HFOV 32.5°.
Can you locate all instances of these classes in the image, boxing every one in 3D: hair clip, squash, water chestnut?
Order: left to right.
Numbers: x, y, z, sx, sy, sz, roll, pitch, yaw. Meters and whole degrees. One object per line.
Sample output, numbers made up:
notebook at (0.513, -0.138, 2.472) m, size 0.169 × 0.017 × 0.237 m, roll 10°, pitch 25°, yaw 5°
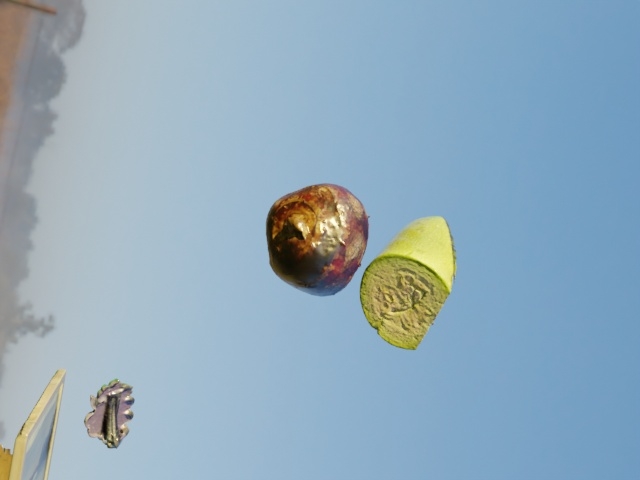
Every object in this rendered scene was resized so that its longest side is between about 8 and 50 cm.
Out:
hair clip at (-0.464, 0.391, 2.441) m, size 0.052 × 0.124 × 0.195 m, roll 33°, pitch -50°, yaw 35°
water chestnut at (0.000, 0.000, 2.179) m, size 0.224 × 0.238 × 0.223 m, roll -15°, pitch -111°, yaw 44°
squash at (0.235, 0.073, 2.556) m, size 0.309 × 0.210 × 0.233 m, roll -35°, pitch 154°, yaw -56°

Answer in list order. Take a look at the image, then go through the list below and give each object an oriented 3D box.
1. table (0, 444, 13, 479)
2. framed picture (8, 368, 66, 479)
table at (-0.513, 0.391, 1.859) m, size 0.083 × 0.070 × 0.082 m, roll 99°, pitch -6°, yaw -73°
framed picture at (-0.386, 0.311, 1.468) m, size 0.289 × 0.016 × 0.213 m, roll -112°, pitch -146°, yaw -80°
